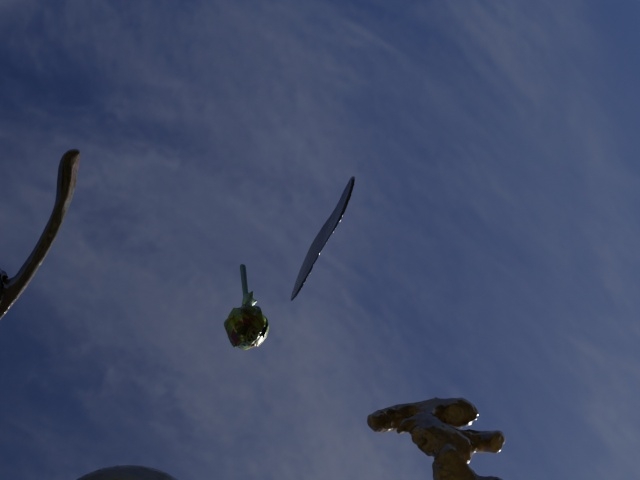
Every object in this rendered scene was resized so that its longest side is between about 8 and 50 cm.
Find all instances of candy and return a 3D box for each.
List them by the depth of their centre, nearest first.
[{"bbox_3d":[-0.102,0.080,1.315,0.058,0.062,0.194,16,-155,-15],"label":"candy"}]

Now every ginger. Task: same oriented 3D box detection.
[{"bbox_3d":[0.184,0.275,1.305,0.149,0.259,0.065,-18,-64,-24],"label":"ginger"}]

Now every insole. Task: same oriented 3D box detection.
[{"bbox_3d":[0.000,0.000,1.243,0.005,0.253,0.086,21,-126,-7],"label":"insole"}]

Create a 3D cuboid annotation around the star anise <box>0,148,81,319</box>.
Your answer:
[{"bbox_3d":[-0.368,0.022,0.756,0.316,0.139,0.359,37,-105,-47],"label":"star anise"}]

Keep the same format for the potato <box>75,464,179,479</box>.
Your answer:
[{"bbox_3d":[-0.159,0.289,0.823,0.251,0.174,0.159,48,-165,-40],"label":"potato"}]
